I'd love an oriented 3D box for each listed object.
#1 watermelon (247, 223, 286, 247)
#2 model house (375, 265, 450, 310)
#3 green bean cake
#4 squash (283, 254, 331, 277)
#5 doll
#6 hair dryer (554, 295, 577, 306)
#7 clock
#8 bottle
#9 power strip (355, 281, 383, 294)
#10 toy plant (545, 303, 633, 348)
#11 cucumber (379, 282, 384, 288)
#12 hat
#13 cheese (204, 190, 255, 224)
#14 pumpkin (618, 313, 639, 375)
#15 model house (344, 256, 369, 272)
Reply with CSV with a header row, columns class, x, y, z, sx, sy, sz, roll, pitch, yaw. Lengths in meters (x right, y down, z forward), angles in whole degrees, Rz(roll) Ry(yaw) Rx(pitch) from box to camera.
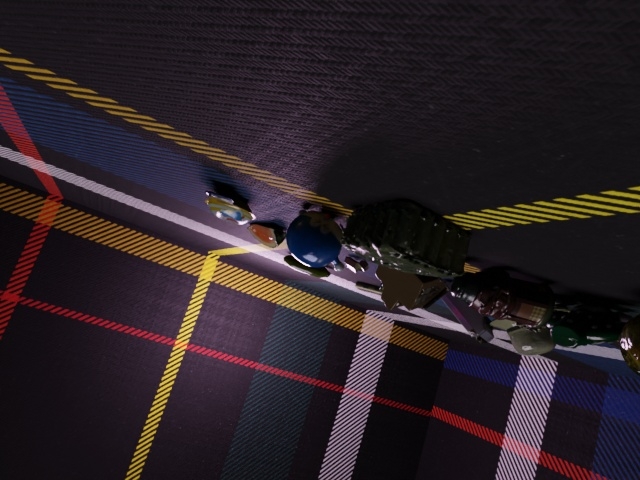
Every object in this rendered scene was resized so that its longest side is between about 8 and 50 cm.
class,x,y,z,sx,sy,sz,roll,pitch,yaw
watermelon,-0.204,-0.027,1.795,0.119,0.063,0.245,44,163,-25
model house,0.306,0.112,1.399,0.247,0.176,0.181,-9,-137,-37
green bean cake,0.202,0.006,1.143,0.240,0.132,0.255,20,169,-31
squash,-0.064,0.134,2.297,0.257,0.069,0.069,20,168,-14
doll,0.000,0.000,1.353,0.215,0.161,0.257,48,-174,6
hair dryer,0.673,0.185,1.465,0.247,0.071,0.114,-1,159,34
clock,0.538,0.255,1.709,0.186,0.083,0.253,34,-162,-54
bottle,0.512,0.150,1.327,0.270,0.143,0.156,15,-152,0
power strip,0.311,0.267,2.429,0.267,0.035,0.092,13,167,23
toy plant,0.771,0.244,1.338,0.232,0.113,0.243,-6,-175,31
cucumber,0.317,0.187,1.978,0.116,0.062,0.115,10,170,2
hat,0.722,0.320,1.574,0.256,0.130,0.257,-7,157,-3
cheese,-0.298,-0.110,1.486,0.176,0.069,0.270,17,169,5
pumpkin,0.846,0.229,1.092,0.259,0.190,0.260,-2,151,-1
model house,0.143,0.092,1.841,0.083,0.057,0.058,33,155,43
